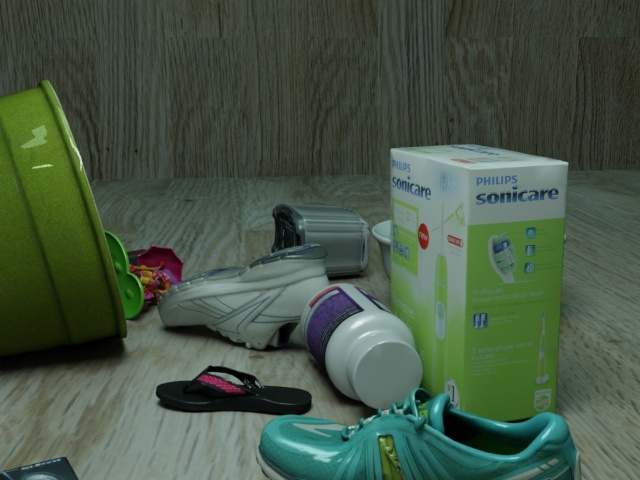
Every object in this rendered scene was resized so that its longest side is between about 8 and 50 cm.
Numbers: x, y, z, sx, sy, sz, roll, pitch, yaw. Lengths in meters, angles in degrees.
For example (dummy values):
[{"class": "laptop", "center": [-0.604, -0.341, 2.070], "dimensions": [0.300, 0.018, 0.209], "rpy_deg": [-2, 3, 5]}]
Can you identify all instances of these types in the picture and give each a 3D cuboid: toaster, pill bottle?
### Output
[{"class": "toaster", "center": [0.000, 0.000, 1.449], "dimensions": [0.147, 0.129, 0.227], "rpy_deg": [-2, 11, -17]}, {"class": "pill bottle", "center": [0.048, 0.124, 0.912], "dimensions": [0.108, 0.108, 0.193], "rpy_deg": [-3, 12, -14]}]

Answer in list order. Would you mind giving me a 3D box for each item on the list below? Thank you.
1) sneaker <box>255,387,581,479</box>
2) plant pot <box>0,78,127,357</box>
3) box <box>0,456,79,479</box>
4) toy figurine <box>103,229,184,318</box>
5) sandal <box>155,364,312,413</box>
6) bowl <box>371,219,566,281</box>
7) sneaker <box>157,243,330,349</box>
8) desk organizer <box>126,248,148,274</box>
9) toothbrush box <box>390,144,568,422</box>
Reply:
[{"class": "sneaker", "center": [0.078, 0.174, 0.659], "dimensions": [0.275, 0.109, 0.107], "rpy_deg": [2, 20, 17]}, {"class": "plant pot", "center": [-0.481, 0.008, 1.005], "dimensions": [0.353, 0.366, 0.366], "rpy_deg": [-17, 17, -20]}, {"class": "box", "center": [-0.259, 0.222, 0.681], "dimensions": [0.083, 0.018, 0.067], "rpy_deg": [-7, 13, -29]}, {"class": "toy figurine", "center": [-0.285, 0.058, 1.274], "dimensions": [0.173, 0.130, 0.159], "rpy_deg": [35, 21, 32]}, {"class": "sandal", "center": [-0.098, 0.166, 0.881], "dimensions": [0.179, 0.040, 0.067], "rpy_deg": [1, 12, 8]}, {"class": "bowl", "center": [0.227, 0.047, 1.208], "dimensions": [0.298, 0.134, 0.298], "rpy_deg": [-1, 12, 0]}, {"class": "sneaker", "center": [-0.110, 0.095, 1.071], "dimensions": [0.297, 0.129, 0.111], "rpy_deg": [-14, 4, 35]}, {"class": "desk organizer", "center": [-0.367, 0.049, 1.422], "dimensions": [0.130, 0.047, 0.050], "rpy_deg": [-12, 14, -42]}, {"class": "toothbrush box", "center": [0.171, 0.040, 0.890], "dimensions": [0.122, 0.283, 0.206], "rpy_deg": [-4, 13, -17]}]
